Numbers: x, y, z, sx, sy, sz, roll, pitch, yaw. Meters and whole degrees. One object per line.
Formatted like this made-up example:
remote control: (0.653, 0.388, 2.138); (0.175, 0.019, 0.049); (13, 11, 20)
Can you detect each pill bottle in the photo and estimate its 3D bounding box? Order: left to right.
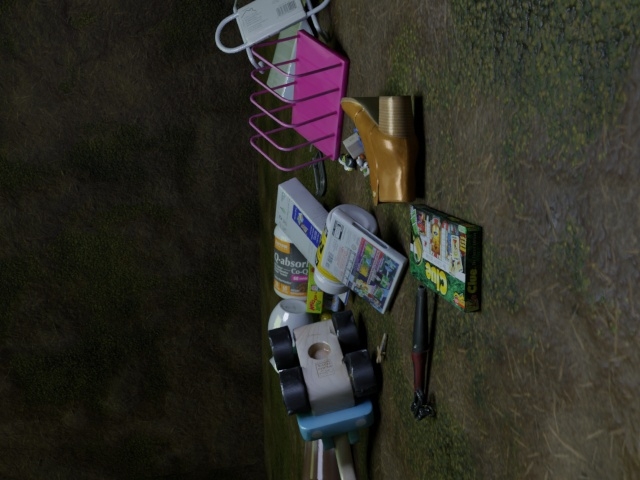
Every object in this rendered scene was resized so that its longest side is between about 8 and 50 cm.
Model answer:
pill bottle: (-0.060, 0.027, 2.204); (0.162, 0.162, 0.278); (-119, 27, -64)
pill bottle: (0.052, 0.026, 1.717); (0.208, 0.119, 0.119); (107, 157, -47)

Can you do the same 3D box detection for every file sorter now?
file sorter: (-0.069, -0.354, 1.910); (0.202, 0.182, 0.290); (43, 142, 36)

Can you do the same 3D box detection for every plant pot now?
plant pot: (0.020, 0.628, 2.052); (0.167, 0.167, 0.165); (114, 158, -67)

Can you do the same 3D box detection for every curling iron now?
curling iron: (0.189, 0.210, 1.357); (0.068, 0.035, 0.274); (-134, 41, -66)

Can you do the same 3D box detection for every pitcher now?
pitcher: (-0.079, 0.282, 2.042); (0.178, 0.126, 0.207); (-124, 38, -58)

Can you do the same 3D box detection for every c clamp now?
c clamp: (-0.006, -0.196, 2.228); (0.137, 0.022, 0.160); (111, 155, -53)

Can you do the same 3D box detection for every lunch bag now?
lunch bag: (0.034, 0.152, 2.051); (0.083, 0.053, 0.071); (-135, 48, -69)

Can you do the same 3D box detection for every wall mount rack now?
wall mount rack: (-0.124, -0.637, 2.032); (0.130, 0.350, 0.304); (32, -142, -67)

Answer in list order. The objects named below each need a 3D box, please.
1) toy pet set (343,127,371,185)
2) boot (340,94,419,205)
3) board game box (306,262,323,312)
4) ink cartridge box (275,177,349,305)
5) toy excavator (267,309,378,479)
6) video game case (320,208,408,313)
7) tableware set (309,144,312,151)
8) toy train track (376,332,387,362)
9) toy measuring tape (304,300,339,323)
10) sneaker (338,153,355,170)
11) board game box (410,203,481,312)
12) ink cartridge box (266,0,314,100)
toy pet set: (0.104, -0.195, 1.639); (0.114, 0.065, 0.122); (53, -171, -28)
boot: (0.109, -0.177, 1.454); (0.295, 0.104, 0.211); (-147, 54, -71)
board game box: (-0.014, 0.117, 2.058); (0.181, 0.043, 0.092); (-88, 3, -66)
ink cartridge box: (0.000, 0.000, 1.952); (0.332, 0.065, 0.165); (50, 151, 25)
toy excavator: (0.045, 0.463, 1.838); (0.433, 0.222, 0.445); (-109, 5, -51)
video game case: (0.087, 0.047, 1.564); (0.183, 0.023, 0.201); (37, 147, 17)
tableware set: (0.001, -0.358, 2.089); (0.128, 0.039, 0.194); (-93, 11, -50)
toy train track: (0.141, 0.242, 1.663); (0.048, 0.014, 0.083); (-98, 16, -55)
toy measuring tape: (-0.023, 0.228, 2.210); (0.330, 0.121, 0.121); (166, 100, -79)
sneaker: (0.070, -0.200, 1.834); (0.083, 0.031, 0.035); (-119, 41, -56)
board game box: (0.204, 0.022, 1.243); (0.260, 0.030, 0.136); (-140, 45, -74)
ink cartridge box: (-0.058, -0.628, 2.265); (0.308, 0.091, 0.385); (-121, 46, -67)
